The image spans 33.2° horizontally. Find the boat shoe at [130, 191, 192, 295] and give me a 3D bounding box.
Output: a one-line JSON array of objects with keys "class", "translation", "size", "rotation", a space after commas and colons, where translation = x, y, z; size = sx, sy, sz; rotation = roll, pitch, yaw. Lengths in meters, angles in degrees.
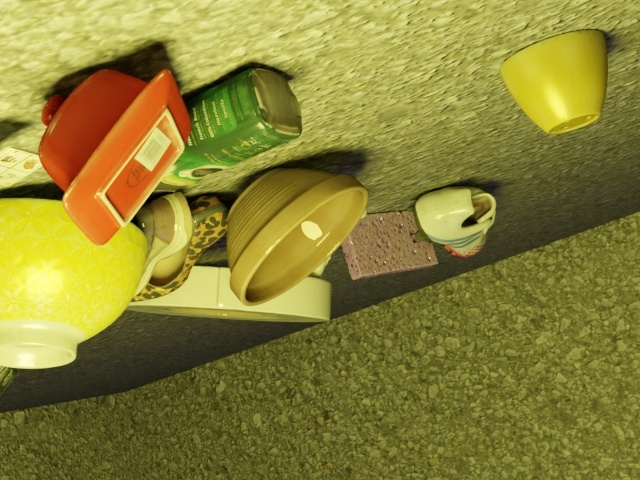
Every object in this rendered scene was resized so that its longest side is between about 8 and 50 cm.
[{"class": "boat shoe", "translation": [-0.282, 0.012, 1.541], "size": [0.092, 0.103, 0.285], "rotation": [-2, 160, -36]}]

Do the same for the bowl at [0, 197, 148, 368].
[{"class": "bowl", "translation": [-0.364, 0.072, 1.356], "size": [0.289, 0.156, 0.289], "rotation": [-2, 158, -1]}]

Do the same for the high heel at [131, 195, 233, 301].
[{"class": "high heel", "translation": [-0.237, 0.018, 1.599], "size": [0.261, 0.093, 0.186], "rotation": [-34, 173, 10]}]

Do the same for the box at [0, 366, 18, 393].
[{"class": "box", "translation": [-0.613, 0.221, 1.488], "size": [0.257, 0.079, 0.322], "rotation": [10, -149, 11]}]

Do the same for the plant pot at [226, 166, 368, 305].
[{"class": "plant pot", "translation": [-0.053, -0.026, 1.522], "size": [0.237, 0.110, 0.237], "rotation": [-38, 163, -14]}]

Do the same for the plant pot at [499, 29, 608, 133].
[{"class": "plant pot", "translation": [0.299, -0.188, 1.325], "size": [0.134, 0.095, 0.134], "rotation": [-16, 170, -3]}]

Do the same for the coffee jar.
[{"class": "coffee jar", "translation": [-0.118, -0.114, 1.140], "size": [0.184, 0.079, 0.096], "rotation": [-21, 170, 25]}]

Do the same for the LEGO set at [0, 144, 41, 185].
[{"class": "LEGO set", "translation": [-0.416, -0.074, 1.072], "size": [0.244, 0.060, 0.182], "rotation": [-24, 154, 36]}]

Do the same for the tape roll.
[{"class": "tape roll", "translation": [-0.172, 0.097, 1.898], "size": [0.392, 0.072, 0.392], "rotation": [4, 172, 0]}]

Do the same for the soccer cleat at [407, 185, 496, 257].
[{"class": "soccer cleat", "translation": [0.288, -0.038, 2.060], "size": [0.143, 0.116, 0.331], "rotation": [-20, 169, 24]}]

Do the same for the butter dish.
[{"class": "butter dish", "translation": [-0.211, -0.097, 1.015], "size": [0.160, 0.118, 0.160], "rotation": [-54, 169, -11]}]

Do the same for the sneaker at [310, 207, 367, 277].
[{"class": "sneaker", "translation": [0.000, 0.000, 1.831], "size": [0.090, 0.115, 0.232], "rotation": [-5, 166, -45]}]

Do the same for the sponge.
[{"class": "sponge", "translation": [0.128, 0.005, 2.050], "size": [0.210, 0.117, 0.031], "rotation": [-7, 168, -41]}]
